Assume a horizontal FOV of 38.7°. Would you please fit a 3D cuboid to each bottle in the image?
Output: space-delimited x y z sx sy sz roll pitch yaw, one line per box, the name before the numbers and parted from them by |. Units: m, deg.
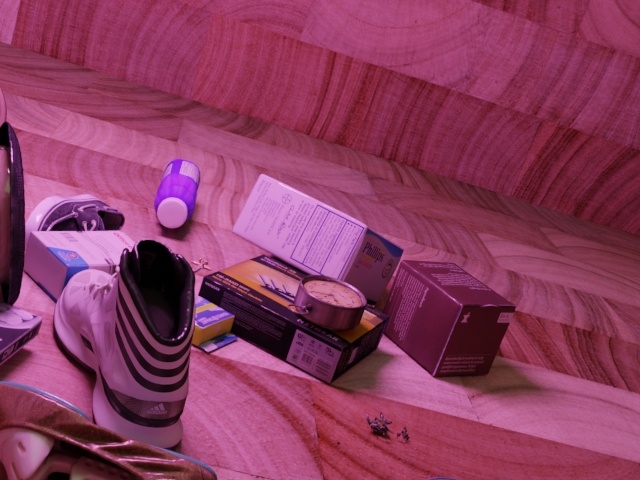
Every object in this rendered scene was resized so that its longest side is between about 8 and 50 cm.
bottle | -0.338 -0.105 2.145 0.092 0.118 0.283 16 17 -10

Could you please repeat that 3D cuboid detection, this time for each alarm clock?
alarm clock | 0.005 0.118 1.661 0.129 0.064 0.192 31 20 31

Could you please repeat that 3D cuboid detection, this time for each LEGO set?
LEGO set | 0.109 0.317 1.531 0.083 0.023 0.054 33 21 1

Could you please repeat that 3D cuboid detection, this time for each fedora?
fedora | -0.566 -0.041 1.463 0.152 0.334 0.334 -1 25 -23

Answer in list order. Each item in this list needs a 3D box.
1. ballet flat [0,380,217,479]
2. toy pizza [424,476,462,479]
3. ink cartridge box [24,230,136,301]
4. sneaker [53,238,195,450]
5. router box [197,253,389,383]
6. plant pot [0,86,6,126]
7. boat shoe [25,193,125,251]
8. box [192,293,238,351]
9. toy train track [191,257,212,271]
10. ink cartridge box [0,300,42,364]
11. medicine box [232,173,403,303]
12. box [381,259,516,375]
ballet flat | -0.294 0.282 1.112 0.342 0.116 0.124 24 37 2
toy pizza | 0.221 0.416 1.326 0.201 0.032 0.201 18 17 -5
ink cartridge box | -0.424 0.044 1.677 0.190 0.082 0.139 1 26 -47
sneaker | -0.279 0.093 1.395 0.169 0.258 0.447 8 21 -31
router box | -0.051 0.143 1.770 0.308 0.081 0.243 25 19 18
plant pot | -0.828 -0.281 2.024 0.263 0.263 0.229 14 0 -15
boat shoe | -0.480 -0.025 1.804 0.102 0.108 0.301 20 11 9
box | -0.243 0.136 1.660 0.178 0.042 0.109 25 19 21
toy train track | -0.258 0.052 1.934 0.048 0.014 0.083 22 19 10
ink cartridge box | -0.542 0.124 1.317 0.206 0.045 0.208 21 17 2
medicine box | 0.000 0.000 2.015 0.289 0.149 0.263 28 1 25
box | 0.258 0.159 1.898 0.168 0.167 0.203 5 23 -38
